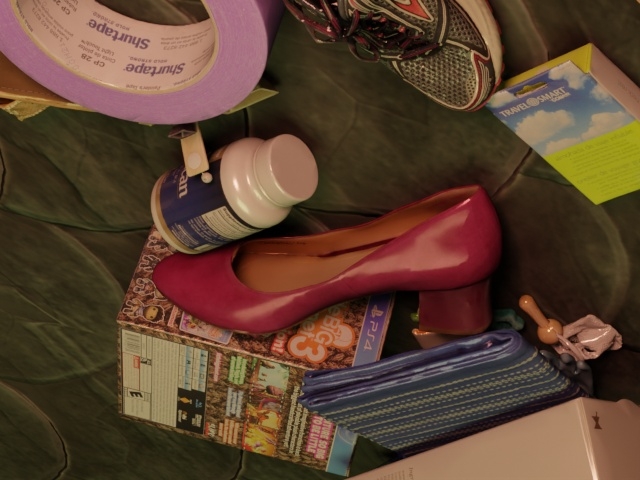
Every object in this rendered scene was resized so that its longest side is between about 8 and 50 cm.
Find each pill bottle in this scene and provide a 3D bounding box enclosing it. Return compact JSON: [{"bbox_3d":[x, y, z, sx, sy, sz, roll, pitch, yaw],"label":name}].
[{"bbox_3d":[-0.086,-0.051,1.478,0.169,0.094,0.094,-20,132,40],"label":"pill bottle"}]

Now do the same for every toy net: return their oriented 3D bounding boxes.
[{"bbox_3d":[0.218,0.107,1.618,0.232,0.045,0.122,16,145,0],"label":"toy net"}]

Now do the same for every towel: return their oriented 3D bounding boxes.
[{"bbox_3d":[0.149,0.169,1.536,0.243,0.040,0.336,-16,155,21],"label":"towel"}]

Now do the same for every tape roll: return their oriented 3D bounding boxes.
[{"bbox_3d":[-0.168,-0.225,1.275,0.275,0.090,0.274,10,144,7],"label":"tape roll"}]

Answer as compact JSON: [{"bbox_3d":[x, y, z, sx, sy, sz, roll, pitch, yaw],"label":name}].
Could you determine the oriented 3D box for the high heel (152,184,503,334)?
[{"bbox_3d":[0.000,0.000,1.506,0.377,0.127,0.181,1,130,8],"label":"high heel"}]

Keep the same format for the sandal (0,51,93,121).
[{"bbox_3d":[-0.282,-0.146,1.432,0.240,0.088,0.079,10,139,1],"label":"sandal"}]

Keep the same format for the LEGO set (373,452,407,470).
[{"bbox_3d":[0.148,0.315,1.901,0.087,0.093,0.227,65,162,-6],"label":"LEGO set"}]

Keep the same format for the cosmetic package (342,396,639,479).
[{"bbox_3d":[0.206,0.299,1.610,0.366,0.155,0.197,-26,153,39],"label":"cosmetic package"}]

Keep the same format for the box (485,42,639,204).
[{"bbox_3d":[0.241,-0.107,1.309,0.178,0.042,0.109,36,141,-30],"label":"box"}]

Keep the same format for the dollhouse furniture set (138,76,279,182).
[{"bbox_3d":[-0.100,-0.107,1.390,0.114,0.081,0.091,-20,167,31],"label":"dollhouse furniture set"}]

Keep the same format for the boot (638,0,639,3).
[{"bbox_3d":[0.368,-0.228,1.000,0.284,0.109,0.220,8,141,-16],"label":"boot"}]

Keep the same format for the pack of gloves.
[{"bbox_3d":[0.216,0.174,1.671,0.195,0.046,0.232,5,156,17],"label":"pack of gloves"}]

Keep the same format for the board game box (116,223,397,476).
[{"bbox_3d":[-0.078,0.131,1.687,0.291,0.141,0.232,15,145,2],"label":"board game box"}]

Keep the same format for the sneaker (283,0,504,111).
[{"bbox_3d":[0.035,-0.199,1.209,0.121,0.112,0.299,-22,131,41],"label":"sneaker"}]
